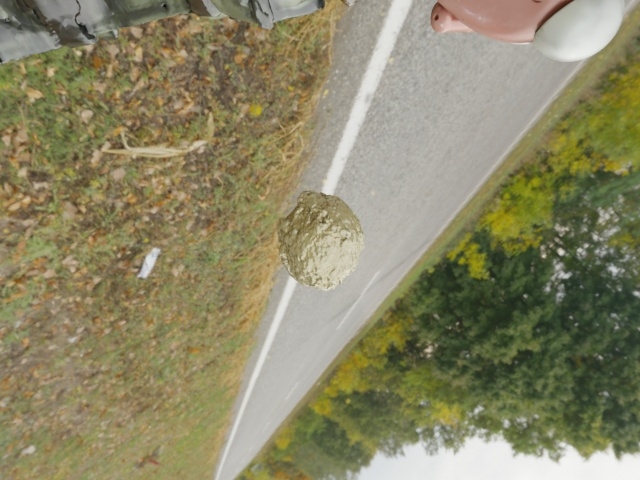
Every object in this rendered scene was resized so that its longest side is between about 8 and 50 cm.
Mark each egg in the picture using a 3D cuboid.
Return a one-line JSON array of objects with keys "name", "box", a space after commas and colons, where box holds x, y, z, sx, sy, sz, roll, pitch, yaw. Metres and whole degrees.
[{"name": "egg", "box": [0.000, 0.000, 0.665, 0.118, 0.116, 0.140, -3, 101, -37]}]

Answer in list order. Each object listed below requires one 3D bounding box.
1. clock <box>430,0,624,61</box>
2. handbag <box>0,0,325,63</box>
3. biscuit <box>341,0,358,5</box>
[{"name": "clock", "box": [0.174, -0.237, 0.383, 0.093, 0.162, 0.166, -19, 124, -34]}, {"name": "handbag", "box": [-0.177, -0.314, 0.334, 0.162, 0.325, 0.327, -61, 147, -50]}, {"name": "biscuit", "box": [0.000, -0.407, 0.564, 0.106, 0.252, 0.070, -38, 165, 11]}]
